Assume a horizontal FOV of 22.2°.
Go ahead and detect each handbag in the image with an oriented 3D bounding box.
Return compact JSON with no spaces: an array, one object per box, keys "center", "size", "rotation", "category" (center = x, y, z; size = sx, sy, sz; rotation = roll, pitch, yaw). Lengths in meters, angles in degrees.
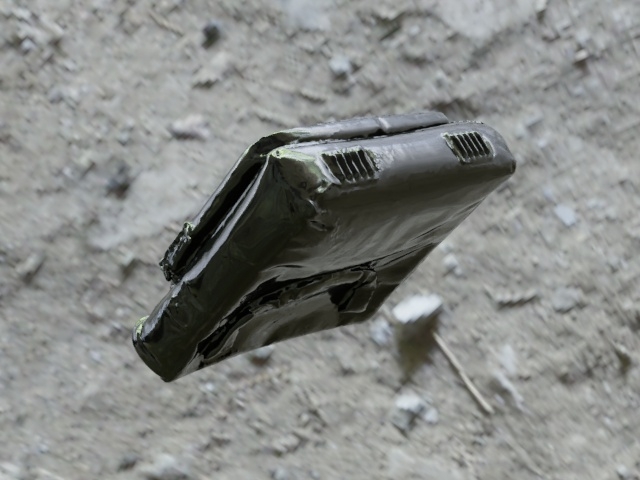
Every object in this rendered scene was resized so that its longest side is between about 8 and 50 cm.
[{"center":[0.000,0.000,1.262],"size":[0.088,0.275,0.244],"rotation":[53,128,18],"category":"handbag"}]
